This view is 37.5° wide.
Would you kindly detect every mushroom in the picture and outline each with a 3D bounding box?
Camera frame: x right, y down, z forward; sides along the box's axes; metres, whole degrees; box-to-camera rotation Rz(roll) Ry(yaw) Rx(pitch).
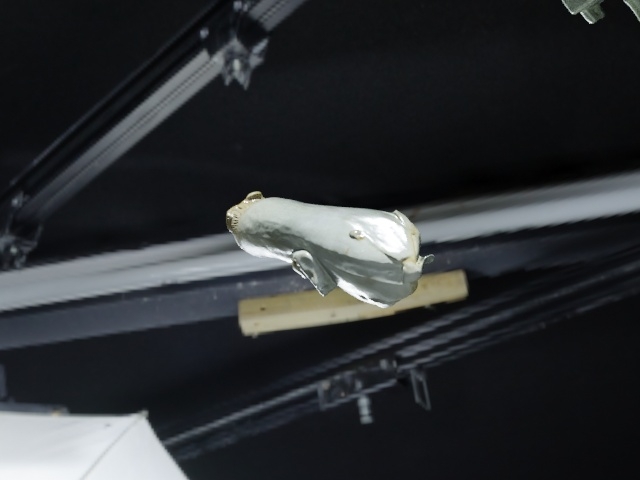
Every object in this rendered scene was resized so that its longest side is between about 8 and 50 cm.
[{"bbox_3d":[-0.001,0.000,0.994,0.278,0.099,0.096,16,6,40],"label":"mushroom"}]

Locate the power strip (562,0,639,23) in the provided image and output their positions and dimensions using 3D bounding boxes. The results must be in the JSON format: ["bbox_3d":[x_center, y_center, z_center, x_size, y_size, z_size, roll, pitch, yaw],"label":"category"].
[{"bbox_3d":[0.210,-0.219,0.724,0.075,0.175,0.042,-35,0,-29],"label":"power strip"}]
